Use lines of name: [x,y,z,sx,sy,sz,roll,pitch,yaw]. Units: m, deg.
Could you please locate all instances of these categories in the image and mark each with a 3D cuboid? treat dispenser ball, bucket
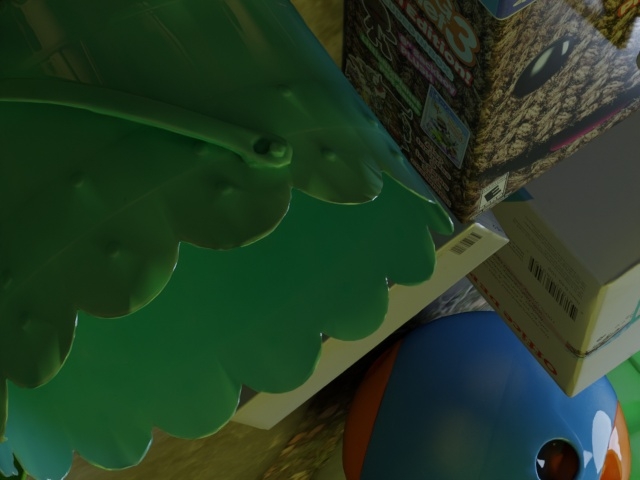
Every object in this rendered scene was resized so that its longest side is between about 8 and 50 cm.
treat dispenser ball: [0.165,0.214,1.771,0.288,0.288,0.288,-33,159,-15]
bucket: [-0.090,-0.015,0.944,0.281,0.183,0.281,-27,161,-10]

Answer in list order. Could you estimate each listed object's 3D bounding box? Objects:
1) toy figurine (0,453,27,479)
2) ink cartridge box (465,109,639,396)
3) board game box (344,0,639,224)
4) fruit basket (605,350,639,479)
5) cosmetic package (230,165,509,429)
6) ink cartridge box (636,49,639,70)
toy figurine: [-0.240,0.127,1.213,0.173,0.130,0.159,-62,175,-7]
ink cartridge box: [0.236,-0.033,1.503,0.197,0.198,0.270,-35,160,-13]
board game box: [0.149,-0.181,1.126,0.232,0.141,0.291,-33,159,-14]
fruit basket: [0.360,0.236,2.033,0.392,0.392,0.283,-9,145,-53]
cosmetic package: [0.015,0.029,1.290,0.239,0.099,0.060,-39,150,19]
ink cartridge box: [0.263,-0.137,1.056,0.060,0.104,0.180,-32,159,-22]
